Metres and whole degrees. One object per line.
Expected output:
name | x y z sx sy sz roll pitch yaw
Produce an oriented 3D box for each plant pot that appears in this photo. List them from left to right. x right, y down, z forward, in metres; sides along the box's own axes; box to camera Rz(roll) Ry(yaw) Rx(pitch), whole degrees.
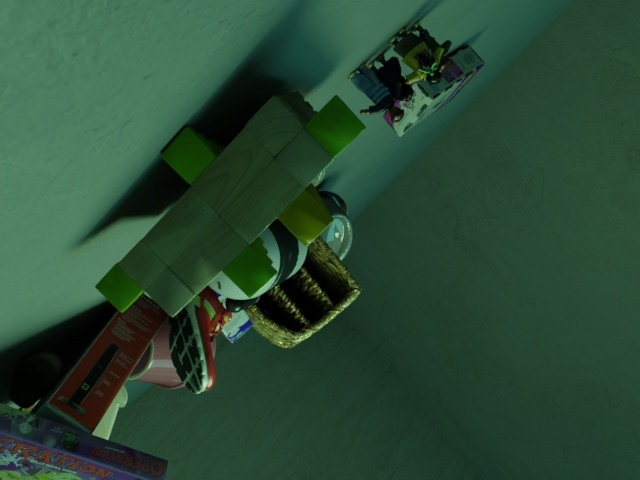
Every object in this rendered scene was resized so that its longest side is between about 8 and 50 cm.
plant pot | -0.371 0.241 1.254 0.201 0.201 0.180 -42 159 13

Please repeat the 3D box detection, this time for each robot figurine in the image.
robot figurine | -0.131 0.015 1.097 0.173 0.209 0.278 -24 -178 21

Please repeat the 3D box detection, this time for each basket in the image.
basket | -0.093 0.097 1.355 0.213 0.299 0.223 -36 176 -33

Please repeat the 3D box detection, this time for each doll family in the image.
doll family | 0.138 -0.272 0.906 0.193 0.111 0.076 -41 175 8

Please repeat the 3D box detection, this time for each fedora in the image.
fedora | 0.000 0.000 1.536 0.243 0.124 0.276 -1 120 -39

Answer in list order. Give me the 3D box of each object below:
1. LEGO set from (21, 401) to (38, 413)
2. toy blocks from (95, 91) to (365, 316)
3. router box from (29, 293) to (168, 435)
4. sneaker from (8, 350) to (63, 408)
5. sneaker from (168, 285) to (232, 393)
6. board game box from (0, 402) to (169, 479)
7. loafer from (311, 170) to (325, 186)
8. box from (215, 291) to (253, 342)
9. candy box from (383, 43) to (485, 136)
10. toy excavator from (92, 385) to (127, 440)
LEGO set | -0.662 0.443 1.194 0.287 0.107 0.132 -39 175 -15
toy blocks | -0.097 -0.065 0.759 0.381 0.191 0.261 -43 -174 18
router box | -0.448 0.284 1.000 0.335 0.082 0.301 -43 -165 28
sneaker | -0.486 0.225 0.958 0.188 0.066 0.071 -39 -165 36
sneaker | -0.222 0.157 1.064 0.118 0.279 0.107 11 135 -34
board game box | -0.430 0.334 0.814 0.208 0.346 0.056 -46 -151 24
loafer | -0.033 -0.134 1.252 0.039 0.045 0.125 -27 170 -41
box | -0.244 0.157 1.321 0.072 0.137 0.126 -40 -150 -20
candy box | 0.280 -0.371 1.363 0.233 0.071 0.159 -38 175 -32
toy excavator | -0.704 0.600 1.401 0.444 0.433 0.222 -6 158 -27
